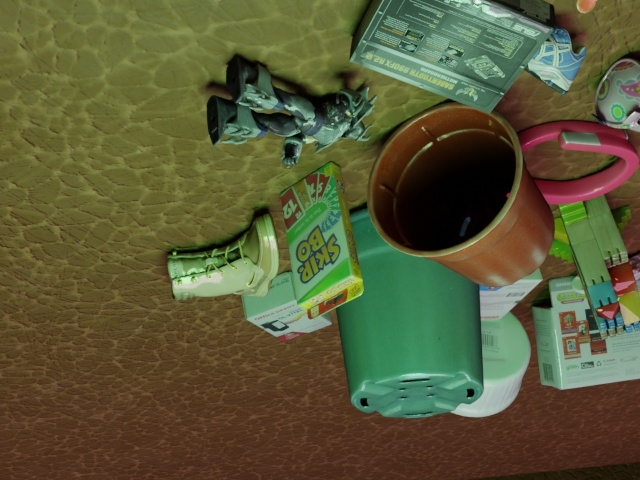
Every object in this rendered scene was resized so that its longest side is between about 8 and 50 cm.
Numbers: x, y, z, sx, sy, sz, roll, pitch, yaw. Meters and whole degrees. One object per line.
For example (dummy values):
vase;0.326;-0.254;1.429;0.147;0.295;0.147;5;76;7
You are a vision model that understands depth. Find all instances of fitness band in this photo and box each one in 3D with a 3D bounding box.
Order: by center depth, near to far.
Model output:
fitness band;0.454;-0.142;1.745;0.291;0.054;0.209;4;150;-25

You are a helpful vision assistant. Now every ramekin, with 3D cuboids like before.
ramekin;0.362;0.266;2.210;0.277;0.277;0.135;-4;143;-13

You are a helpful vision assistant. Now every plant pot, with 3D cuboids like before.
plant pot;0.262;-0.055;1.587;0.272;0.272;0.265;-26;147;23
plant pot;0.174;0.150;1.819;0.341;0.334;0.341;-3;151;-2

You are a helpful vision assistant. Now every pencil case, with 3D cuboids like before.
pencil case;0.596;-0.221;1.583;0.284;0.124;0.124;8;145;-33

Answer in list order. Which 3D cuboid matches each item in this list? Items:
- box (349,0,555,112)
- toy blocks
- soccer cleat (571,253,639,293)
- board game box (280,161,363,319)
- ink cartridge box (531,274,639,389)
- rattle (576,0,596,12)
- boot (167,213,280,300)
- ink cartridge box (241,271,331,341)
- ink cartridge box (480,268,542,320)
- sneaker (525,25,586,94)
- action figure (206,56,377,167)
box;0.180;-0.289;1.301;0.231;0.056;0.183;18;144;-11
toy blocks;0.607;0.084;1.980;0.191;0.260;0.381;-19;151;13
soccer cleat;0.698;0.088;2.224;0.196;0.068;0.076;-20;153;9
board game box;0.000;0.000;1.605;0.124;0.259;0.039;-30;146;29
ink cartridge box;0.700;0.211;2.316;0.310;0.271;0.130;-6;178;-10
rattle;0.413;-0.412;1.268;0.130;0.142;0.199;19;169;9
boot;-0.189;0.038;1.781;0.204;0.095;0.262;-3;154;-14
ink cartridge box;-0.073;0.147;2.031;0.128;0.072;0.175;-22;150;19
ink cartridge box;0.381;0.103;2.109;0.148;0.085;0.203;0;149;-22
sneaker;0.321;-0.299;1.406;0.211;0.080;0.081;21;110;-40
action figure;-0.033;-0.186;1.438;0.285;0.099;0.185;8;140;-37
